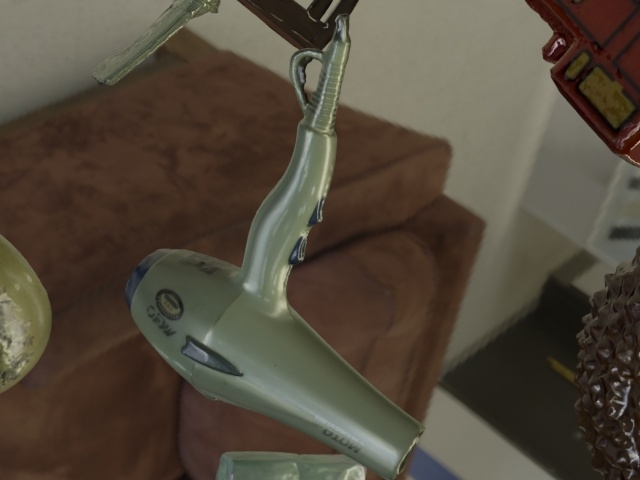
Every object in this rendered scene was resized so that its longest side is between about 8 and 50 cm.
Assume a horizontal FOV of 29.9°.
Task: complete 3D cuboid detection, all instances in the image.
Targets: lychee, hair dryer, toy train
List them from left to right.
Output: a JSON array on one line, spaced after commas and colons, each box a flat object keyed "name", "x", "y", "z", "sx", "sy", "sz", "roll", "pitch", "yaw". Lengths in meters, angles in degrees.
[{"name": "hair dryer", "x": 0.010, "y": 0.019, "z": 0.570, "sx": 0.199, "sy": 0.167, "sz": 0.067, "roll": -51, "pitch": 170, "yaw": 27}, {"name": "toy train", "x": 0.284, "y": -0.212, "z": 1.010, "sx": 0.163, "sy": 0.369, "sz": 0.231, "roll": 15, "pitch": 124, "yaw": -48}, {"name": "lychee", "x": 0.319, "y": 0.100, "z": 0.881, "sx": 0.267, "sy": 0.267, "sz": 0.267, "roll": -37, "pitch": 148, "yaw": -28}]

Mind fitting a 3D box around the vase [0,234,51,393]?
[{"name": "vase", "x": -0.518, "y": 0.091, "z": 1.494, "sx": 0.302, "sy": 0.241, "sz": 0.329, "roll": -40, "pitch": 134, "yaw": -28}]

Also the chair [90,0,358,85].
[{"name": "chair", "x": -0.082, "y": -0.252, "z": 1.311, "sx": 0.186, "sy": 0.160, "sz": 0.319, "roll": 36, "pitch": 94, "yaw": -18}]

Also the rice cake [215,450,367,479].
[{"name": "rice cake", "x": -0.033, "y": 0.216, "z": 0.672, "sx": 0.080, "sy": 0.042, "sz": 0.222, "roll": 3, "pitch": 110, "yaw": -24}]
